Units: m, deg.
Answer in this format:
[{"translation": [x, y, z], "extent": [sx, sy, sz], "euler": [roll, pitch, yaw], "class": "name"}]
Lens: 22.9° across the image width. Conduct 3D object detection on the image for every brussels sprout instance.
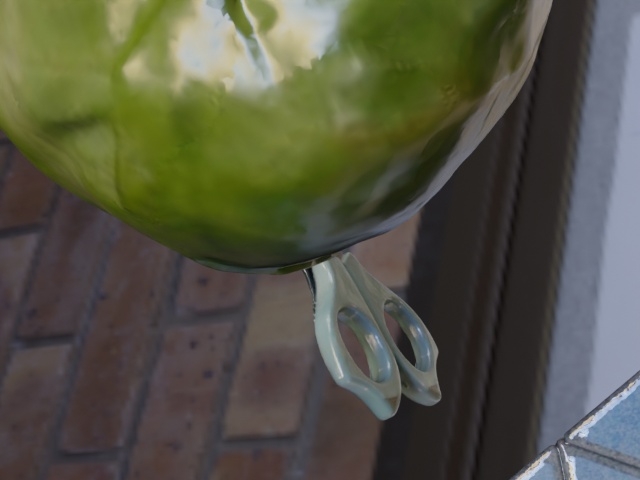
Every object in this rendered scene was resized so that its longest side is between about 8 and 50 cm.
[{"translation": [-0.028, -0.157, 1.081], "extent": [0.342, 0.425, 0.361], "euler": [33, 48, -57], "class": "brussels sprout"}]

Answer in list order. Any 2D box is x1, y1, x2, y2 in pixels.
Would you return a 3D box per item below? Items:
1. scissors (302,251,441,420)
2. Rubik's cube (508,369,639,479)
[{"translation": [-0.001, 0.001, 1.469], "extent": [0.360, 0.029, 0.191], "euler": [60, 27, 12], "class": "scissors"}, {"translation": [0.284, 0.180, 1.226], "extent": [0.228, 0.233, 0.228], "euler": [42, 56, -31], "class": "Rubik's cube"}]
